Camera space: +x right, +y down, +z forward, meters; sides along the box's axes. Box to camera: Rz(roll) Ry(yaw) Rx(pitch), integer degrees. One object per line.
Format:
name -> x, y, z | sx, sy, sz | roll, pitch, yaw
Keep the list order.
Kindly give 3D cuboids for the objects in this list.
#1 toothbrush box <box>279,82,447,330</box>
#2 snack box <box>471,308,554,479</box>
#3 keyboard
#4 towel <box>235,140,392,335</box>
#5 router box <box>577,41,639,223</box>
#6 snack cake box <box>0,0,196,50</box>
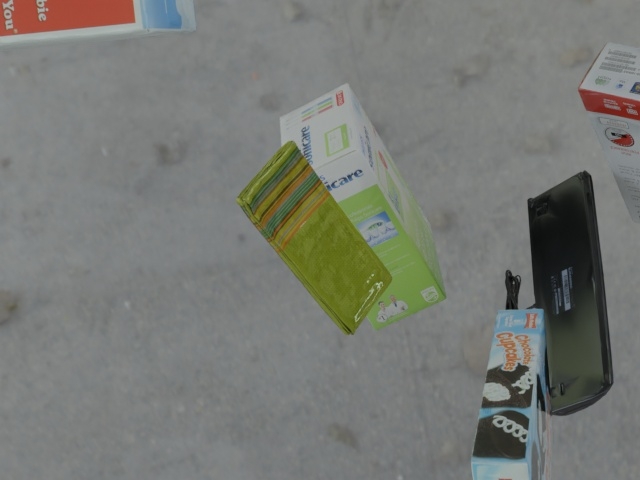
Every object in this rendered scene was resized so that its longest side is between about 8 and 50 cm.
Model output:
toothbrush box -> 0.060, -0.048, 1.764 | 0.122, 0.283, 0.206 | -26, 30, 13
snack box -> 0.213, 0.228, 1.331 | 0.060, 0.187, 0.322 | -2, 24, 14
keyboard -> 0.313, 0.081, 1.653 | 0.033, 0.201, 0.317 | 15, 62, -29
towel -> 0.000, 0.000, 1.451 | 0.021, 0.237, 0.102 | 9, 53, 52
router box -> 0.522, -0.095, 1.535 | 0.335, 0.301, 0.082 | 19, 67, 39
snack cake box -> -0.180, -0.267, 0.839 | 0.152, 0.264, 0.089 | -2, 9, 17
